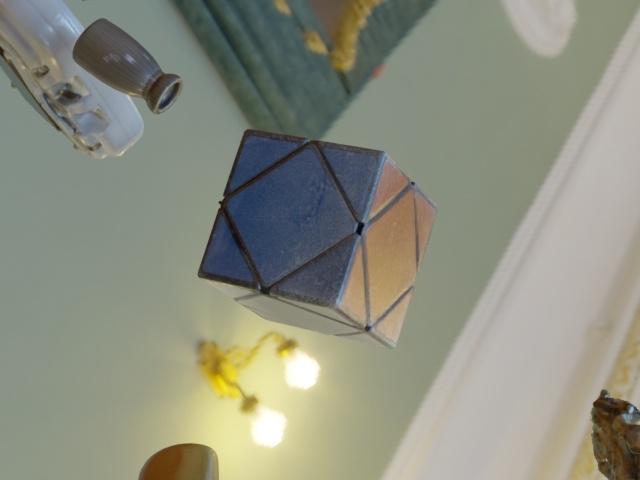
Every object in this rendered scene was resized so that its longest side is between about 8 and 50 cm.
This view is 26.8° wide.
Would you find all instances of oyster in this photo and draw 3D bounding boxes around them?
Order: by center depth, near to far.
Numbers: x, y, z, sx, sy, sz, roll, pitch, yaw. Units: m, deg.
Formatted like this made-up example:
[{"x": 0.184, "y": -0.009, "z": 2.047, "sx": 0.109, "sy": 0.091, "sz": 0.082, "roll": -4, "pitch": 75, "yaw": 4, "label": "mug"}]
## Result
[{"x": 0.366, "y": 0.300, "z": 1.331, "sx": 0.107, "sy": 0.201, "sz": 0.354, "roll": -36, "pitch": -134, "yaw": 5, "label": "oyster"}]

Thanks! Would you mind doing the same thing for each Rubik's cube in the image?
[{"x": 0.000, "y": 0.000, "z": 1.682, "sx": 0.205, "sy": 0.207, "sz": 0.205, "roll": 12, "pitch": -102, "yaw": 27, "label": "Rubik's cube"}]

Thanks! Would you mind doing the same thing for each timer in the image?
[{"x": -0.311, "y": -0.209, "z": 1.475, "sx": 0.087, "sy": 0.262, "sz": 0.237, "roll": -41, "pitch": -128, "yaw": -9, "label": "timer"}]

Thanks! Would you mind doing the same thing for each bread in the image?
[{"x": -0.214, "y": 0.376, "z": 1.950, "sx": 0.134, "sy": 0.085, "sz": 0.173, "roll": -28, "pitch": -139, "yaw": 22, "label": "bread"}]

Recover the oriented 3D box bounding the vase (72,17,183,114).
[{"x": -0.183, "y": -0.164, "z": 1.282, "sx": 0.053, "sy": 0.100, "sz": 0.053, "roll": -52, "pitch": 170, "yaw": -12, "label": "vase"}]
